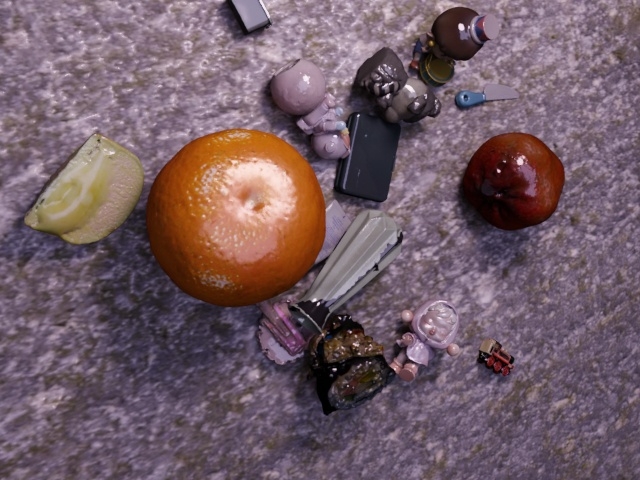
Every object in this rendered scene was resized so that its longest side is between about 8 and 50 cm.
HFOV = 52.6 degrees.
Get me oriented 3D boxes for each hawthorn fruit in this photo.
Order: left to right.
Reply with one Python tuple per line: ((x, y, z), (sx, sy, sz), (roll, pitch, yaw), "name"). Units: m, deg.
((0.571, -0.169, 1.893), (0.311, 0.295, 0.295), (5, 94, -48), "hawthorn fruit")

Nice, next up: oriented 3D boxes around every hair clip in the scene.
((-0.123, 0.200, 1.725), (0.173, 0.069, 0.300), (-40, 119, -14), "hair clip")

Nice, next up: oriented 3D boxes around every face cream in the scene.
((0.000, 0.000, 1.773), (0.224, 0.070, 0.114), (-47, 115, -26), "face cream")

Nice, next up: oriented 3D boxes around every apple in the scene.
((-0.531, -0.107, 1.493), (0.193, 0.120, 0.265), (41, 82, -35), "apple")

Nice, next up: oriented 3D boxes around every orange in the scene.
((-0.198, -0.050, 1.519), (0.424, 0.326, 0.423), (3, 80, -20), "orange")

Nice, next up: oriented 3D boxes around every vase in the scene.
((0.071, 0.082, 1.727), (0.360, 0.165, 0.165), (-49, 111, -19), "vase")

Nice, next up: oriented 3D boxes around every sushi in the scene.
((0.065, 0.326, 1.749), (0.225, 0.238, 0.218), (-23, 60, -12), "sushi")

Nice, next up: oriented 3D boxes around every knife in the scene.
((0.511, -0.444, 1.962), (0.244, 0.032, 0.058), (-15, 93, -26), "knife")

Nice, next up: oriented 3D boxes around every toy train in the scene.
((0.562, 0.374, 2.056), (0.138, 0.050, 0.087), (34, 78, -23), "toy train")

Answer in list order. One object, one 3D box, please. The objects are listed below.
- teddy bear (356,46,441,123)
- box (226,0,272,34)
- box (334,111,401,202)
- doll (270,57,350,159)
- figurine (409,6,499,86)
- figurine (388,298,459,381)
((0.206, -0.388, 1.730), (0.251, 0.171, 0.144), (44, 110, -8), "teddy bear")
((-0.180, -0.576, 1.616), (0.069, 0.084, 0.122), (-32, 106, -10), "box")
((0.132, -0.231, 1.803), (0.160, 0.050, 0.230), (11, 90, -24), "box")
((-0.015, -0.328, 1.688), (0.151, 0.151, 0.287), (-41, 116, -15), "doll")
((0.361, -0.536, 1.755), (0.161, 0.275, 0.158), (-15, 85, -20), "figurine")
((0.306, 0.284, 1.891), (0.200, 0.133, 0.276), (37, 83, 7), "figurine")
